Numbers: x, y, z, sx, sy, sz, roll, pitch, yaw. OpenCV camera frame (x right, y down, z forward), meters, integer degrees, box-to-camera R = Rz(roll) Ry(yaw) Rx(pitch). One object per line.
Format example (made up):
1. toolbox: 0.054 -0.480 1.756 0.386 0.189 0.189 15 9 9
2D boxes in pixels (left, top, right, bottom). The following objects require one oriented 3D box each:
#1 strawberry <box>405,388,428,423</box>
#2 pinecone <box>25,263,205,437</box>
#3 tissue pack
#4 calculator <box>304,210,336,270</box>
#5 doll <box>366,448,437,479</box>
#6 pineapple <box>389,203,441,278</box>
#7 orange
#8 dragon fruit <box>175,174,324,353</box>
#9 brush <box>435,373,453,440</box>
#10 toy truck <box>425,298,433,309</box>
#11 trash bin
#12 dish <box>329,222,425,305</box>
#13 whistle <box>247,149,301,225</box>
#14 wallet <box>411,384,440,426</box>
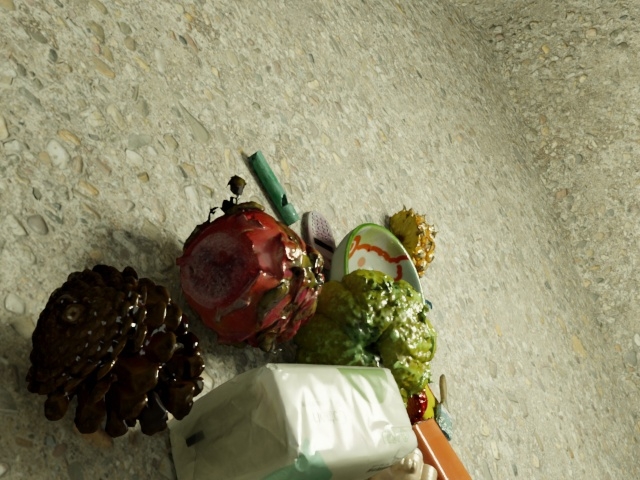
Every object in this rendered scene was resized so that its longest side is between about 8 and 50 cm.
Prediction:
1. strawberry: 0.178 0.345 1.776 0.086 0.145 0.145 -12 75 -49
2. pinecone: -0.281 0.177 1.159 0.292 0.246 0.246 48 31 -49
3. tissue pack: -0.044 0.334 1.343 0.356 0.266 0.194 13 49 -51
4. calculator: 0.000 0.000 1.909 0.103 0.024 0.166 30 40 -41
5. doll: 0.109 0.439 1.590 0.278 0.154 0.119 46 38 -22
6. pineapple: 0.261 -0.002 2.185 0.079 0.135 0.233 28 46 -42
7. orange: 0.092 0.213 1.600 0.301 0.300 0.223 66 -11 1
8. dragon fruit: -0.123 0.065 1.479 0.269 0.250 0.291 48 13 23
9. brush: 0.300 0.398 1.936 0.070 0.021 0.196 52 25 -27
10. toy truck: 0.229 0.166 2.083 0.063 0.074 0.136 32 1 -42
11. trash bin: 0.248 0.511 1.716 0.161 0.184 0.239 3 57 -59
12. dish: 0.113 0.130 1.881 0.324 0.124 0.324 29 51 -43
13. whistle: -0.107 -0.121 1.835 0.186 0.039 0.039 59 31 -3
14. wallet: 0.231 0.374 1.917 0.241 0.067 0.141 63 26 -6
